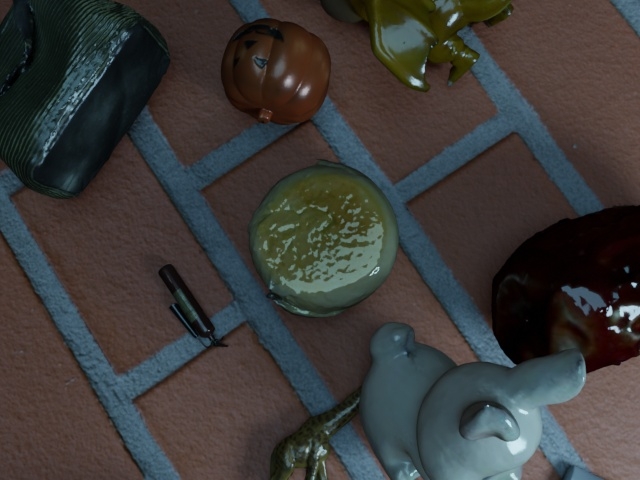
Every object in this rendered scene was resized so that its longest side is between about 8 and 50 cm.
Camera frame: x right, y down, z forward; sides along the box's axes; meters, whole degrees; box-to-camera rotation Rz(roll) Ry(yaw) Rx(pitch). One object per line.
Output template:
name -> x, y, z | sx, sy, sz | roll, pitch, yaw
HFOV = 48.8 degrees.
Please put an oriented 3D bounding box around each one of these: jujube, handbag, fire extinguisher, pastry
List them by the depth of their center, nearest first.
jujube -> 0.442, 0.066, 1.075 | 0.376, 0.258, 0.259 | -27, 81, -8
pastry -> 0.002, -0.002, 1.158 | 0.264, 0.133, 0.265 | 0, 80, 3
handbag -> -0.432, -0.258, 1.159 | 0.240, 0.247, 0.341 | 32, 89, 8
fire extinguisher -> -0.225, 0.120, 1.198 | 0.049, 0.035, 0.173 | -35, 78, -7

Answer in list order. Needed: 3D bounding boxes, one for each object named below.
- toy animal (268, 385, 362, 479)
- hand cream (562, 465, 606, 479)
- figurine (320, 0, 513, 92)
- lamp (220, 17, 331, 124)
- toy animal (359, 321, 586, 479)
toy animal -> 0.005, 0.337, 1.146 | 0.149, 0.054, 0.276 | 23, 81, 3
hand cream -> 0.503, 0.439, 1.114 | 0.255, 0.048, 0.080 | 20, 77, 8
figurine -> 0.157, -0.479, 1.166 | 0.387, 0.268, 0.401 | 37, 95, -6
lamp -> -0.076, -0.272, 1.180 | 0.187, 0.188, 0.164 | 14, 78, 4
toy animal -> 0.196, 0.226, 0.989 | 0.196, 0.367, 0.241 | -29, 96, -26
